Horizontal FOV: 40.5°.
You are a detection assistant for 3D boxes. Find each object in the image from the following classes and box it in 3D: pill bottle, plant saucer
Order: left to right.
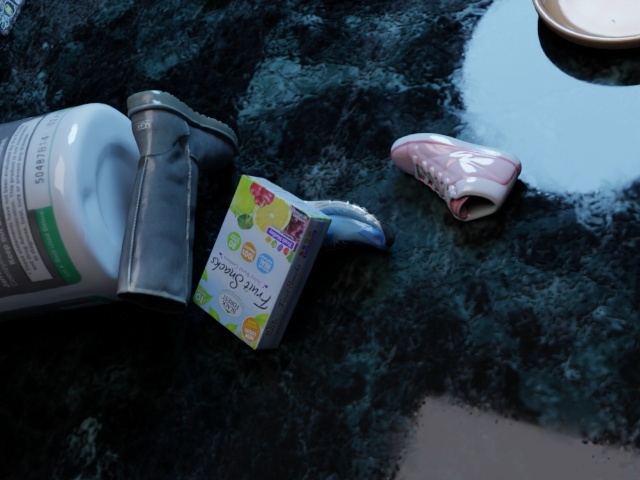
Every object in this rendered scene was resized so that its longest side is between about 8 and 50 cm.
[{"bbox_3d":[-0.364,-0.011,0.922,0.361,0.204,0.204,-10,56,15],"label":"pill bottle"},{"bbox_3d":[0.324,-0.274,0.914,0.200,0.037,0.200,-10,57,16],"label":"plant saucer"}]

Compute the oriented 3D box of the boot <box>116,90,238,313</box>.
[{"bbox_3d":[-0.142,-0.029,0.894,0.076,0.189,0.209,-15,74,25],"label":"boot"}]

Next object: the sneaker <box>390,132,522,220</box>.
[{"bbox_3d":[0.123,-0.061,0.850,0.134,0.051,0.070,13,60,24],"label":"sneaker"}]

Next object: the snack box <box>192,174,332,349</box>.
[{"bbox_3d":[-0.059,0.020,0.843,0.100,0.037,0.141,33,106,36],"label":"snack box"}]

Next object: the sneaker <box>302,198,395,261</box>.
[{"bbox_3d":[0.000,0.000,0.868,0.162,0.063,0.073,5,76,32],"label":"sneaker"}]

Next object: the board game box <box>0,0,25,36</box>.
[{"bbox_3d":[-0.551,-0.462,1.326,0.232,0.141,0.291,3,61,24],"label":"board game box"}]
